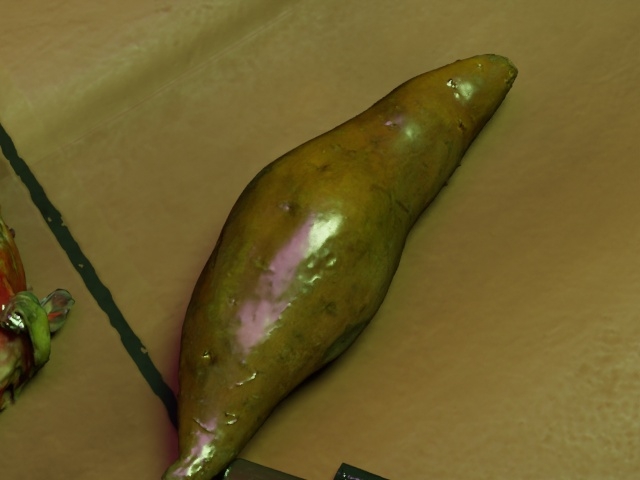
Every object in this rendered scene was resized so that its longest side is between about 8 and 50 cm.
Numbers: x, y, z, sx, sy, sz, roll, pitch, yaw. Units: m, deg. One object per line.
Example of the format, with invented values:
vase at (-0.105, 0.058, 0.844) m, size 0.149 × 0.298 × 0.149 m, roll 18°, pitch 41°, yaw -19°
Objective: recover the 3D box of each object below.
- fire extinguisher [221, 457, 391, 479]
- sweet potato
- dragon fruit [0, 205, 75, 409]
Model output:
fire extinguisher at (0.025, 0.162, 1.074) m, size 0.173 × 0.035 × 0.049 m, roll 16°, pitch 29°, yaw 20°
sweet potato at (-0.004, 0.003, 1.120) m, size 0.112 × 0.112 × 0.359 m, roll 24°, pitch 69°, yaw 23°
dragon fruit at (-0.357, 0.012, 1.102) m, size 0.314 × 0.263 × 0.296 m, roll -33°, pitch 61°, yaw -6°
